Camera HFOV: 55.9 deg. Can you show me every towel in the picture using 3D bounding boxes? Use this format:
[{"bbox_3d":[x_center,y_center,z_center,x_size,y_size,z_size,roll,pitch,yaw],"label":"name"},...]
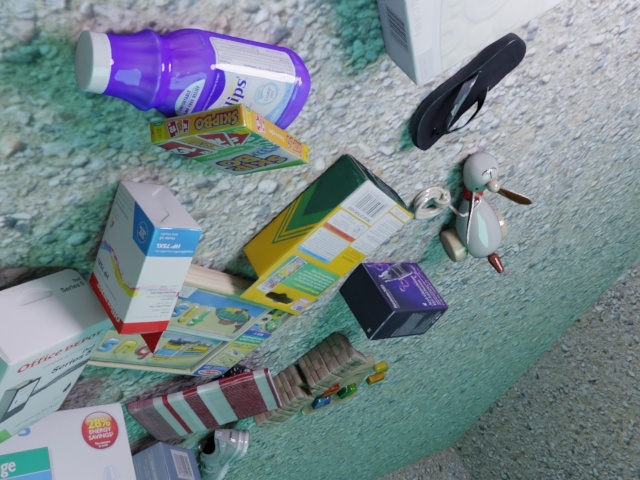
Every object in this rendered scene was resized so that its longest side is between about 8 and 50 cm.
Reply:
[{"bbox_3d":[-0.268,0.394,1.452,0.328,0.037,0.237,-14,146,-5],"label":"towel"}]

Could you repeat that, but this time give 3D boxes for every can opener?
[{"bbox_3d":[-0.176,0.349,1.517,0.073,0.059,0.186,1,160,37],"label":"can opener"}]

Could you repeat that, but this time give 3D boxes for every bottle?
[{"bbox_3d":[-0.150,-0.200,0.747,0.282,0.092,0.118,-2,145,-39],"label":"bottle"}]

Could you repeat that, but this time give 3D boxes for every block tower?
[{"bbox_3d":[-0.040,0.379,1.641,0.335,0.097,0.091,-36,148,10],"label":"block tower"}]

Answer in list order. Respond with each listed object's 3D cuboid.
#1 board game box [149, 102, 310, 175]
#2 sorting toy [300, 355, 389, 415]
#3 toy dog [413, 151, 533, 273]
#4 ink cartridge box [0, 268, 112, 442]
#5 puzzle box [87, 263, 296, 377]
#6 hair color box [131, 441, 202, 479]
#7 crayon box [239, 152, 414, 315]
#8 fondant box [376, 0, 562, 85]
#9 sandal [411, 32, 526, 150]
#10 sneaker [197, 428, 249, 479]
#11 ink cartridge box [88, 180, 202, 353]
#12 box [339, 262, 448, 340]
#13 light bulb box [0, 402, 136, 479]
[{"bbox_3d":[-0.107,-0.128,0.822,0.124,0.039,0.259,-7,177,17],"label":"board game box"},{"bbox_3d":[0.096,0.452,1.903,0.307,0.041,0.229,-13,144,-27],"label":"sorting toy"},{"bbox_3d":[0.367,-0.036,1.353,0.220,0.161,0.333,-39,148,10],"label":"toy dog"},{"bbox_3d":[-0.471,0.194,0.932,0.273,0.115,0.198,-51,169,28],"label":"ink cartridge box"},{"bbox_3d":[-0.255,0.167,1.187,0.272,0.052,0.409,-39,148,19],"label":"puzzle box"},{"bbox_3d":[-0.520,0.668,1.570,0.374,0.114,0.185,-29,150,3],"label":"hair color box"},{"bbox_3d":[0.000,0.000,1.162,0.323,0.083,0.203,-42,147,14],"label":"crayon box"},{"bbox_3d":[0.233,-0.394,0.812,0.330,0.096,0.238,-32,148,-3],"label":"fondant box"},{"bbox_3d":[0.259,-0.254,1.062,0.254,0.054,0.097,-45,146,20],"label":"sandal"},{"bbox_3d":[-0.311,0.615,1.754,0.115,0.105,0.281,24,125,-19],"label":"sneaker"},{"bbox_3d":[-0.271,0.045,0.898,0.078,0.134,0.231,2,121,-44],"label":"ink cartridge box"},{"bbox_3d":[0.176,0.142,1.441,0.207,0.153,0.108,1,135,-43],"label":"box"},{"bbox_3d":[-0.594,0.501,1.150,0.357,0.225,0.361,4,145,-44],"label":"light bulb box"}]
